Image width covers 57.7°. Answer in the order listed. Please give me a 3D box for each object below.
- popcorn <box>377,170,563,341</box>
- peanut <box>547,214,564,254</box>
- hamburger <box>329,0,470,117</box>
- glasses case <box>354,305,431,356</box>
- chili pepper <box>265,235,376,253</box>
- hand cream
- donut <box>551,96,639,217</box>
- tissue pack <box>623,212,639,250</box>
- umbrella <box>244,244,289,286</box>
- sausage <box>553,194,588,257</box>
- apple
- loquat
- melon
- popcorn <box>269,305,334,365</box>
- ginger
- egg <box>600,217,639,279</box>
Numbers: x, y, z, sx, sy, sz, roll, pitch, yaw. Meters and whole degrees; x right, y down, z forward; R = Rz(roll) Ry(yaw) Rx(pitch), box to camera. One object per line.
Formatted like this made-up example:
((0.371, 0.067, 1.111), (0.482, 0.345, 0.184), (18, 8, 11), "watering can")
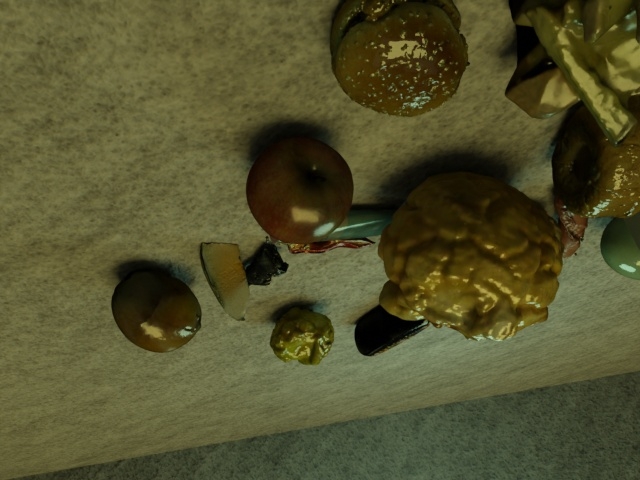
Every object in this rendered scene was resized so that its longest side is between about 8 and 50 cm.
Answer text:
((0.319, 0.030, 1.210), (0.390, 0.344, 0.354), (-38, 131, -17), "popcorn")
((0.512, 0.005, 1.466), (0.196, 0.110, 0.233), (-8, 152, 17), "peanut")
((0.109, -0.272, 0.837), (0.189, 0.122, 0.215), (-28, 145, 29), "hamburger")
((0.221, 0.252, 1.772), (0.082, 0.122, 0.321), (15, 141, -37), "glasses case")
((0.000, 0.000, 1.338), (0.267, 0.050, 0.059), (-2, 118, -21), "chili pepper")
((0.041, -0.030, 1.283), (0.312, 0.070, 0.111), (-2, 148, -24), "hand cream")
((0.552, -0.153, 1.125), (0.128, 0.209, 0.262), (-10, 145, -4), "donut")
((0.722, -0.112, 1.218), (0.159, 0.246, 0.136), (-10, 152, -7), "tissue pack")
((-0.167, 0.086, 1.407), (0.224, 0.080, 0.071), (-31, 180, 35), "umbrella")
((0.631, -0.044, 1.466), (0.087, 0.079, 0.327), (-32, 149, 4), "sausage")
((-0.039, -0.085, 1.033), (0.188, 0.188, 0.174), (1, 154, -22), "apple")
((-0.378, 0.163, 1.339), (0.179, 0.179, 0.227), (-26, 143, 23), "loquat")
((-0.219, 0.088, 1.354), (0.093, 0.203, 0.139), (-23, -171, -18), "melon")
((-0.051, 0.273, 1.689), (0.197, 0.156, 0.198), (7, 144, 5), "popcorn")
((0.466, -0.326, 0.797), (0.358, 0.211, 0.413), (-7, 149, -14), "ginger")
((0.869, 0.003, 1.511), (0.282, 0.203, 0.203), (-11, 151, -10), "egg")
